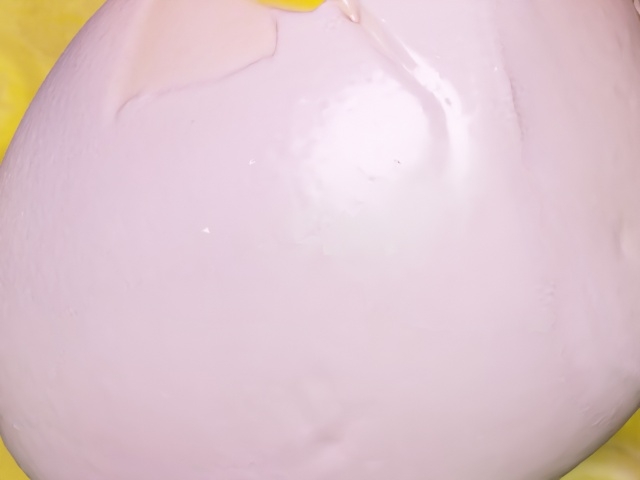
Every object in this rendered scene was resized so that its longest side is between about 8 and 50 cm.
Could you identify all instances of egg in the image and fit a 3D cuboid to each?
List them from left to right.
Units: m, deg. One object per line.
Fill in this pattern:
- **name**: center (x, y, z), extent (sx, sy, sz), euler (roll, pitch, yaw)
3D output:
- **egg**: center (0.000, 0.000, 0.644), extent (0.345, 0.283, 0.283), euler (-32, 88, 22)
